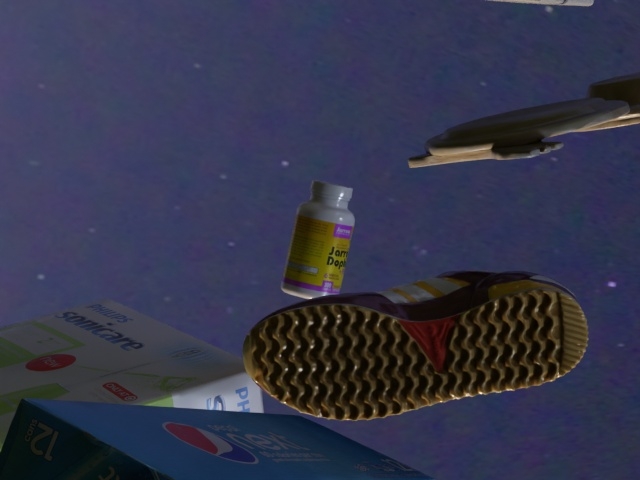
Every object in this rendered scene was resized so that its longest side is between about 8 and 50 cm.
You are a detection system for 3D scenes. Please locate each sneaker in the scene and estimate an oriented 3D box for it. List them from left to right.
[{"bbox_3d":[0.051,0.055,0.802,0.186,0.084,0.069,-4,-81,2],"label":"sneaker"}]

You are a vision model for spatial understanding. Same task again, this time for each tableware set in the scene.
[{"bbox_3d":[0.121,-0.044,0.465,0.141,0.169,0.020,-7,-81,38],"label":"tableware set"}]

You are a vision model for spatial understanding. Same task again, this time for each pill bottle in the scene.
[{"bbox_3d":[0.000,0.000,1.044,0.043,0.043,0.083,15,-85,35],"label":"pill bottle"}]

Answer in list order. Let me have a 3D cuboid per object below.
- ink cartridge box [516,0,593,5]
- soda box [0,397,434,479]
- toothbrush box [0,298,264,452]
[{"bbox_3d":[0.144,-0.248,1.233,0.153,0.208,0.086,9,-80,21],"label":"ink cartridge box"},{"bbox_3d":[-0.034,0.104,0.531,0.071,0.210,0.067,23,-89,26],"label":"soda box"},{"bbox_3d":[-0.199,0.140,0.850,0.206,0.283,0.122,17,-65,56],"label":"toothbrush box"}]
